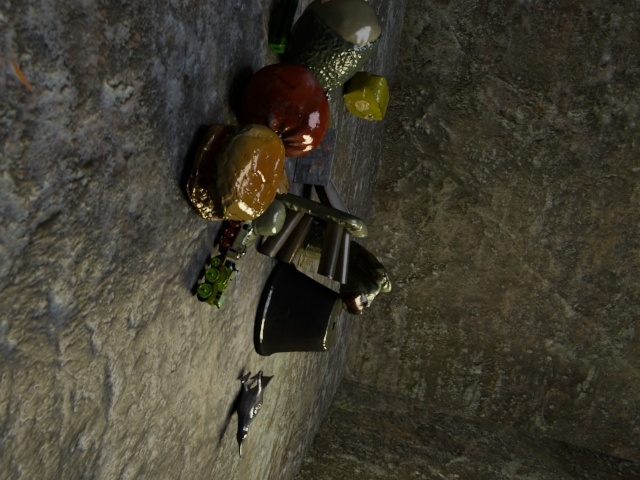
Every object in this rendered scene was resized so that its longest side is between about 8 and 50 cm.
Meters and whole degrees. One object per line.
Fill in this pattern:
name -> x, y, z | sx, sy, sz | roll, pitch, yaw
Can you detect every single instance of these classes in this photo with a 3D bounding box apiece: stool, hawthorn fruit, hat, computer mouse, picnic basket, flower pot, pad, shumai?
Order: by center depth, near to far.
hawthorn fruit -> -0.089, -0.358, 1.331 | 0.242, 0.241, 0.272 | 74, 23, -63
hat -> -0.160, -0.074, 1.513 | 0.252, 0.109, 0.252 | 13, 90, -77
stool -> -0.020, -0.005, 1.754 | 0.310, 0.310, 0.226 | 32, 78, -74
pad -> -0.017, -0.307, 1.867 | 0.003, 0.142, 0.212 | -147, -117, -63
flower pot -> -0.067, 0.281, 1.926 | 0.379, 0.251, 0.380 | 15, 90, -76
shumai -> 0.121, 0.139, 1.934 | 0.203, 0.272, 0.222 | -35, 119, -9
picnic basket -> 0.000, 0.000, 2.047 | 0.154, 0.196, 0.134 | 63, 44, -71
computer mouse -> 0.048, -0.148, 2.049 | 0.310, 0.071, 0.158 | 60, -9, -16

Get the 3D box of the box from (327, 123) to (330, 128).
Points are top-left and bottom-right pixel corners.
box -> 0.021, -0.414, 2.118 | 0.156, 0.022, 0.089 | 77, 28, -60

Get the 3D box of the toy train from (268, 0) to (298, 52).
toy train -> -0.092, -0.624, 1.425 | 0.044, 0.042, 0.209 | 47, 57, -74

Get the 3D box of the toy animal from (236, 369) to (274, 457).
toy animal -> -0.241, 0.545, 1.818 | 0.367, 0.081, 0.206 | -70, 163, -57

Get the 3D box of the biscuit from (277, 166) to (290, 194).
biscuit -> -0.128, -0.208, 1.556 | 0.224, 0.033, 0.145 | -39, 115, -84

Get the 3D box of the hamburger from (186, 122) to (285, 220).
hamburger -> -0.192, -0.153, 1.195 | 0.244, 0.163, 0.245 | 14, 90, -78

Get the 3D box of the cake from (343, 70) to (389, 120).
cake -> 0.205, -0.651, 2.321 | 0.260, 0.179, 0.156 | 48, 55, -70

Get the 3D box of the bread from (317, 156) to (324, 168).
bread -> -0.020, -0.300, 1.924 | 0.070, 0.083, 0.077 | -70, 171, -63

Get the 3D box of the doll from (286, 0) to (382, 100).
doll -> 0.015, -0.546, 1.460 | 0.349, 0.247, 0.247 | -48, -162, 59

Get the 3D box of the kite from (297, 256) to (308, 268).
kite -> -0.056, 0.039, 2.249 | 0.244, 0.006, 0.198 | -60, 158, -50

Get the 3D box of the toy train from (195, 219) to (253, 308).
toy train -> -0.246, 0.051, 1.337 | 0.053, 0.085, 0.250 | 113, -4, -64
